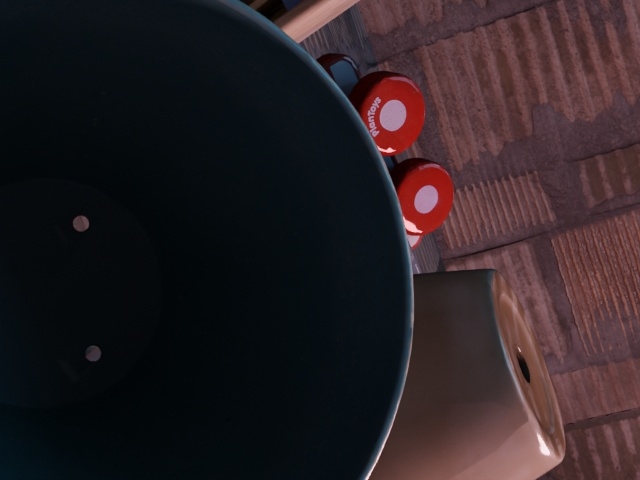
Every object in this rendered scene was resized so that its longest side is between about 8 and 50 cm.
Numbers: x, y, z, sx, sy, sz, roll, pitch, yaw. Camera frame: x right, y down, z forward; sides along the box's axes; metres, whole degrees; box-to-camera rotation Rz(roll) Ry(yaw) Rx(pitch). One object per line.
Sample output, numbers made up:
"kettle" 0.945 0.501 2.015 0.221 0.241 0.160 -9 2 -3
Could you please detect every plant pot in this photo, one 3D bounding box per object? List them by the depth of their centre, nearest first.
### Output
"plant pot" -0.127 0.031 0.441 0.195 0.290 0.290 -4 -74 67
"plant pot" 0.074 0.161 0.865 0.323 0.280 0.323 54 24 -36

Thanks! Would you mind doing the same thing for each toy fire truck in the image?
"toy fire truck" 0.008 -0.075 1.109 0.169 0.254 0.302 30 -30 55

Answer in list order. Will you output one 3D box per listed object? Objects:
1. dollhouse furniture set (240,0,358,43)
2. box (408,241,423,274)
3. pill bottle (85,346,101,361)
"dollhouse furniture set" -0.162 -0.194 0.596 0.303 0.286 0.198 -27 92 -46
"box" 0.000 0.000 0.986 0.232 0.183 0.059 64 33 -29
"pill bottle" -0.101 0.151 0.643 0.184 0.103 0.103 57 21 -48
